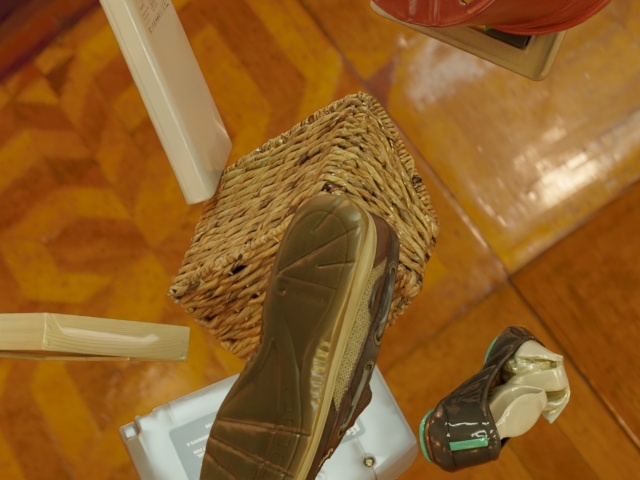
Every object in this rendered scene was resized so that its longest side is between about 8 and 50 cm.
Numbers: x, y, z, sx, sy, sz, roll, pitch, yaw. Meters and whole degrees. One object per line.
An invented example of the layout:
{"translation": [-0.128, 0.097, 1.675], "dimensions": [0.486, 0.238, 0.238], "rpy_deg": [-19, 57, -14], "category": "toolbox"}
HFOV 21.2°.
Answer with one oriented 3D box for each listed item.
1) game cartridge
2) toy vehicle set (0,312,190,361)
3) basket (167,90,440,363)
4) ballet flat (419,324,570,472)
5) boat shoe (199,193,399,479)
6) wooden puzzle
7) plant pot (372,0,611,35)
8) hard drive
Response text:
{"translation": [-0.054, 0.234, 1.896], "dimensions": [0.297, 0.062, 0.198], "rpy_deg": [-21, 61, -10], "category": "game cartridge"}
{"translation": [-0.277, 0.099, 1.727], "dimensions": [0.267, 0.166, 0.035], "rpy_deg": [-4, 80, 49], "category": "toy vehicle set"}
{"translation": [0.000, 0.000, 2.083], "dimensions": [0.299, 0.213, 0.223], "rpy_deg": [-30, 29, 36], "category": "basket"}
{"translation": [0.199, 0.163, 1.753], "dimensions": [0.096, 0.280, 0.095], "rpy_deg": [-9, 106, 31], "category": "ballet flat"}
{"translation": [-0.004, 0.086, 1.001], "dimensions": [0.080, 0.073, 0.223], "rpy_deg": [18, 91, 44], "category": "boat shoe"}
{"translation": [0.198, -0.330, 2.019], "dimensions": [0.239, 0.044, 0.221], "rpy_deg": [25, 106, 11], "category": "wooden puzzle"}
{"translation": [0.167, -0.334, 1.760], "dimensions": [0.272, 0.265, 0.272], "rpy_deg": [7, 105, 27], "category": "plant pot"}
{"translation": [-0.195, -0.219, 2.129], "dimensions": [0.040, 0.307, 0.203], "rpy_deg": [-17, 20, 12], "category": "hard drive"}
